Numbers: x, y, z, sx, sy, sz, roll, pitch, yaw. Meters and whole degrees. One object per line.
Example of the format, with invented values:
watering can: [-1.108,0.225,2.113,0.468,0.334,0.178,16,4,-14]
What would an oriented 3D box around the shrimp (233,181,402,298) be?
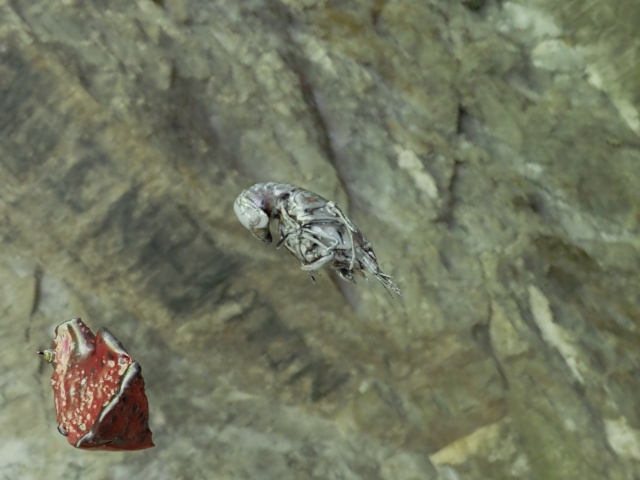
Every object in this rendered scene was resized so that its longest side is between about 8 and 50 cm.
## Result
shrimp: [0.000,0.000,0.815,0.165,0.065,0.056,37,149,26]

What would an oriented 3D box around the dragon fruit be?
dragon fruit: [-0.267,0.154,1.104,0.192,0.092,0.122,49,146,41]
